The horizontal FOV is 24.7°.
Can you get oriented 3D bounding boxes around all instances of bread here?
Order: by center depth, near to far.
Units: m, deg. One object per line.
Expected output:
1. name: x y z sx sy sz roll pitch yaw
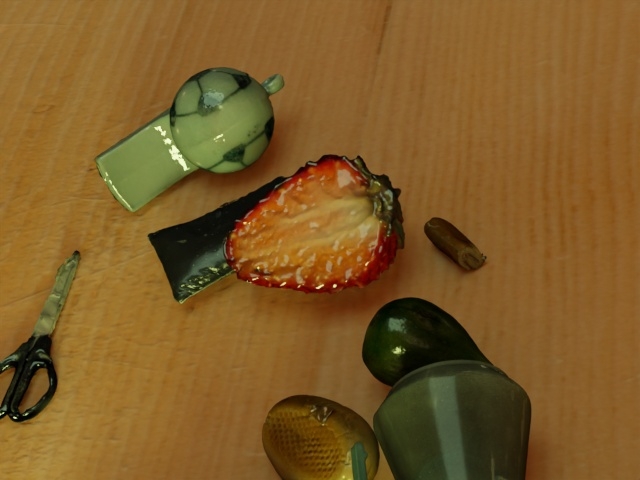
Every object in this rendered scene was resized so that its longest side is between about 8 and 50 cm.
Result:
1. bread: 0.005 0.239 1.656 0.189 0.077 0.114 28 95 55
2. bread: 0.168 0.005 1.850 0.036 0.047 0.083 -56 42 10

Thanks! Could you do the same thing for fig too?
1. fig: 0.139 0.130 1.699 0.178 0.117 0.117 14 51 5

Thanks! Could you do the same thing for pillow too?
1. pillow: -0.121 -0.005 1.971 0.208 0.055 0.141 -26 45 -5

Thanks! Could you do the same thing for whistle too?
1. whistle: -0.168 -0.150 2.066 0.290 0.163 0.163 -37 45 -12

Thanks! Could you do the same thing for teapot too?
1. teapot: 0.134 0.252 1.526 0.203 0.171 0.225 6 49 -13

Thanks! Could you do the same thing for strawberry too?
1. strawberry: 0.000 0.000 1.883 0.237 0.111 0.190 -17 63 15

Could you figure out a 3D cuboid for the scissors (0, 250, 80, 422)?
1. scissors: -0.377 0.123 1.981 0.109 0.022 0.300 0 48 18
